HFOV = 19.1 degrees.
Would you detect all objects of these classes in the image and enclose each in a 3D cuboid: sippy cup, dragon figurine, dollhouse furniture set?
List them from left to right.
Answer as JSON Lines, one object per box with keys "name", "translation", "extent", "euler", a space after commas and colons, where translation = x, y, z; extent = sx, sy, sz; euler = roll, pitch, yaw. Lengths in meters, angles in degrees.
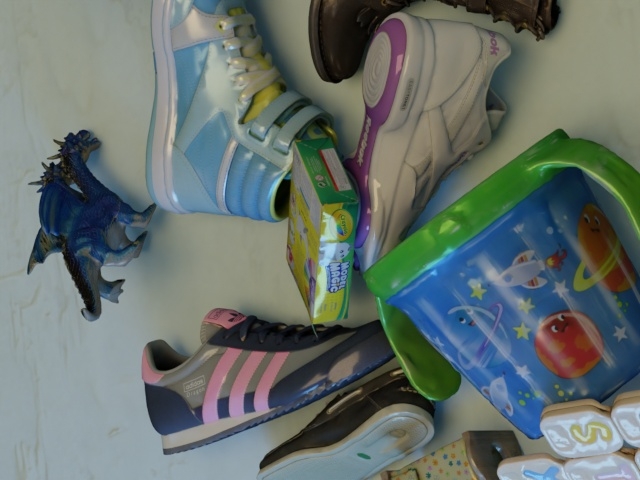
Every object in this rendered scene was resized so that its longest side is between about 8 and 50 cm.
{"name": "dragon figurine", "translation": [-0.264, -0.005, 2.019], "extent": [0.144, 0.289, 0.085], "euler": [20, 129, -2]}
{"name": "dollhouse furniture set", "translation": [0.121, 0.295, 1.867], "extent": [0.182, 0.101, 0.161], "euler": [-31, 69, 28]}
{"name": "sippy cup", "translation": [0.195, 0.052, 1.759], "extent": [0.240, 0.305, 0.224], "euler": [-35, 88, -10]}

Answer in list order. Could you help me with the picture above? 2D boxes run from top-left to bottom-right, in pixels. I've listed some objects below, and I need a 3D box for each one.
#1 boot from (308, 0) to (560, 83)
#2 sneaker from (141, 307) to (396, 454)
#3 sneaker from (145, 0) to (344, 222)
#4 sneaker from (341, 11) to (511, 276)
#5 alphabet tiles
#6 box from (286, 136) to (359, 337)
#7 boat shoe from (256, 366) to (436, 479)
{"name": "boot", "translation": [0.120, -0.243, 1.842], "extent": [0.229, 0.091, 0.263], "euler": [23, 113, 18]}
{"name": "sneaker", "translation": [-0.062, 0.120, 1.965], "extent": [0.319, 0.112, 0.131], "euler": [-24, 86, 28]}
{"name": "sneaker", "translation": [-0.063, -0.167, 1.933], "extent": [0.208, 0.127, 0.319], "euler": [15, 112, 30]}
{"name": "sneaker", "translation": [0.101, -0.081, 1.846], "extent": [0.114, 0.152, 0.305], "euler": [-113, 29, -44]}
{"name": "alphabet tiles", "translation": [0.312, 0.241, 1.718], "extent": [0.278, 0.021, 0.284], "euler": [-12, 126, 30]}
{"name": "box", "translation": [0.000, 0.000, 1.870], "extent": [0.105, 0.043, 0.179], "euler": [-112, 22, -45]}
{"name": "boat shoe", "translation": [0.027, 0.199, 1.956], "extent": [0.233, 0.084, 0.079], "euler": [-32, 41, 35]}
